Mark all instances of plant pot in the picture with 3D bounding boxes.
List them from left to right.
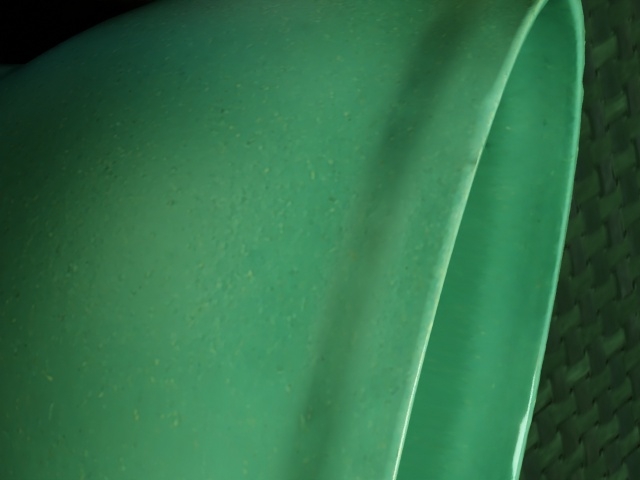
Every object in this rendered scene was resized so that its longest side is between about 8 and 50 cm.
[{"bbox_3d":[-0.041,0.044,0.584,0.293,0.196,0.293,11,90,-77],"label":"plant pot"}]
